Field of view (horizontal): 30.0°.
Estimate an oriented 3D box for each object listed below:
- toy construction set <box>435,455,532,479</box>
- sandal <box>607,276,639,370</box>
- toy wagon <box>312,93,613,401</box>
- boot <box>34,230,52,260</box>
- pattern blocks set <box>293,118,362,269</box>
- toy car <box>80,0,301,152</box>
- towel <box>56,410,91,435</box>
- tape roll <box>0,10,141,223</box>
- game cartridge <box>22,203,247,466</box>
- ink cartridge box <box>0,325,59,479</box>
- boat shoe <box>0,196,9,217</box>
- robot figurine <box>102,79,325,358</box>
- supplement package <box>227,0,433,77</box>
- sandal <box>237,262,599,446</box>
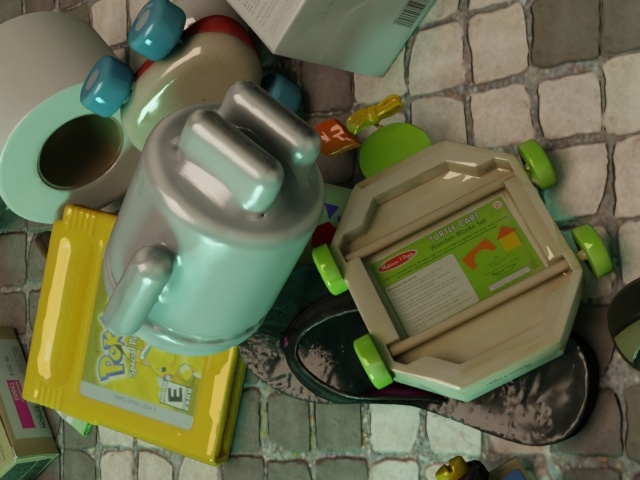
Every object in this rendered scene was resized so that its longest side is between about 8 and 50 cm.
[{"bbox_3d":[0.178,0.357,1.189,0.309,0.257,0.237,-60,8,1],"label":"toy construction set"},{"bbox_3d":[0.394,0.046,1.090,0.302,0.086,0.120,-22,78,53],"label":"sandal"},{"bbox_3d":[0.128,-0.007,1.253,0.267,0.068,0.344,-27,58,2],"label":"toy wagon"},{"bbox_3d":[-0.312,0.016,1.705,0.219,0.082,0.106,33,99,27],"label":"boot"},{"bbox_3d":[0.000,0.000,1.430,0.324,0.026,0.286,24,102,27],"label":"pattern blocks set"},{"bbox_3d":[-0.163,-0.239,1.544,0.210,0.219,0.238,-41,33,32],"label":"toy car"},{"bbox_3d":[-0.373,0.204,1.776,0.152,0.023,0.113,35,111,35],"label":"towel"},{"bbox_3d":[-0.366,-0.169,1.646,0.169,0.246,0.246,49,117,31],"label":"tape roll"},{"bbox_3d":[-0.241,0.119,1.593,0.323,0.052,0.286,13,95,24],"label":"game cartridge"},{"bbox_3d":[-0.522,0.279,1.851,0.193,0.088,0.235,-41,62,30],"label":"ink cartridge box"},{"bbox_3d":[-0.484,-0.112,1.858,0.335,0.095,0.112,-51,55,32],"label":"boat shoe"},{"bbox_3d":[-0.121,-0.009,1.310,0.199,0.300,0.353,41,135,11],"label":"robot figurine"},{"bbox_3d":[-0.009,-0.356,1.382,0.263,0.198,0.199,51,119,31],"label":"supplement package"},{"bbox_3d":[0.078,0.115,1.305,0.445,0.107,0.168,6,91,34],"label":"sandal"}]
